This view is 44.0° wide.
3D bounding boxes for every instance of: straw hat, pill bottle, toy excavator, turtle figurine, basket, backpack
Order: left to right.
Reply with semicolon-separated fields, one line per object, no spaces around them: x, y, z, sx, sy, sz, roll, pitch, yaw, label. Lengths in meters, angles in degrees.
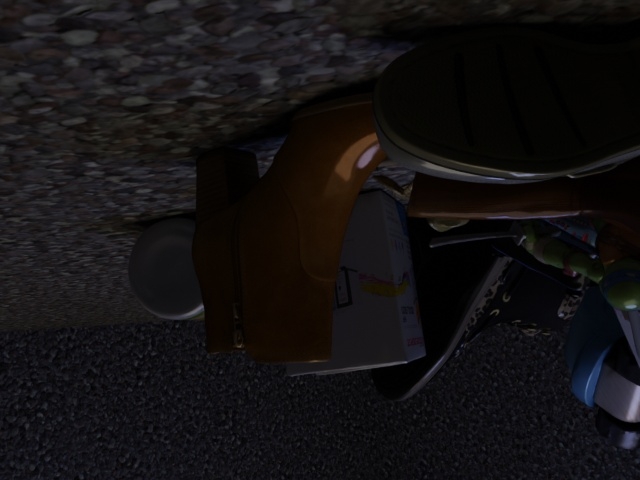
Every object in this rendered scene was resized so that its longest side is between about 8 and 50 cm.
-0.160;0.048;1.147;0.136;0.136;0.246;-10;171;14;pill bottle
0.196;0.040;1.413;0.204;0.154;0.227;-3;174;45;basket
0.173;-0.045;1.082;0.145;0.061;0.144;-7;173;-1;straw hat
0.346;-0.024;1.110;0.158;0.116;0.173;30;-139;24;backpack
0.315;-0.054;0.881;0.275;0.197;0.266;28;-146;15;turtle figurine
0.631;0.159;1.697;0.433;0.222;0.445;-21;-139;-28;toy excavator

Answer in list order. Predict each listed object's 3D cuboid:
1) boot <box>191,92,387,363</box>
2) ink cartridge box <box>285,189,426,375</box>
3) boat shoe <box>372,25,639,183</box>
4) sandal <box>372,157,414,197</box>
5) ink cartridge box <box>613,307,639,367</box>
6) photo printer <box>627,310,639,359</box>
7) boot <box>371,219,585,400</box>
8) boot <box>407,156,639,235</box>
-0.001;0.000;0.700;0.295;0.211;0.104;-15;170;39;boot
0.042;0.067;1.124;0.168;0.232;0.171;-10;172;16;ink cartridge box
0.174;-0.090;0.584;0.302;0.113;0.103;-7;167;-16;boat shoe
0.134;-0.067;0.825;0.240;0.079;0.088;-8;172;5;sandal
0.605;0.075;1.379;0.201;0.278;0.117;-34;-168;-37;ink cartridge box
0.577;0.027;1.174;0.256;0.307;0.107;-13;-158;17;photo printer
0.275;0.121;1.325;0.284;0.377;0.138;15;-160;-41;boot
0.212;-0.034;0.634;0.281;0.096;0.264;5;-143;5;boot
